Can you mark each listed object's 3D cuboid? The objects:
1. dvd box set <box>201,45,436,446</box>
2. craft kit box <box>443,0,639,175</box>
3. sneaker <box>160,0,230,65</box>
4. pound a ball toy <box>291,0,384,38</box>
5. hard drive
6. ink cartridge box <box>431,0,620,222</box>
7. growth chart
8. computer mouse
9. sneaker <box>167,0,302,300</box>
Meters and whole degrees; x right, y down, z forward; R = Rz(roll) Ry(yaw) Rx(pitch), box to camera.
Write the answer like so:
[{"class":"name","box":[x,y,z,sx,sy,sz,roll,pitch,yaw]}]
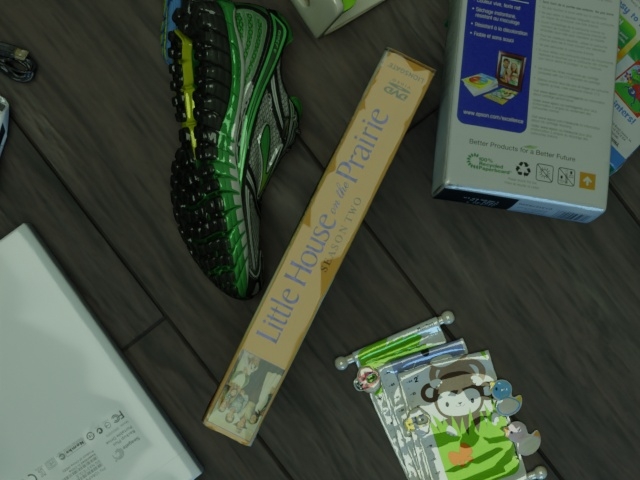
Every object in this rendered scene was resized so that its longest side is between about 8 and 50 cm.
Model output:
[{"class":"dvd box set","box":[0.000,0.000,1.810,0.062,0.307,0.420,26,92,0]},{"class":"craft kit box","box":[0.306,-0.236,1.869,0.250,0.061,0.246,46,74,1]},{"class":"sneaker","box":[-0.137,-0.288,1.936,0.078,0.067,0.188,6,91,-18]},{"class":"pound a ball toy","box":[0.020,-0.373,1.901,0.208,0.136,0.319,-34,90,-22]},{"class":"hard drive","box":[-0.331,0.190,1.963,0.233,0.047,0.353,-35,90,4]},{"class":"ink cartridge box","box":[0.222,-0.211,1.782,0.175,0.069,0.371,9,77,-10]},{"class":"growth chart","box":[0.146,0.201,1.951,0.172,0.021,0.237,-29,91,3]},{"class":"computer mouse","box":[-0.397,-0.139,1.960,0.106,0.042,0.193,13,87,-2]},{"class":"sneaker","box":[-0.080,-0.098,1.899,0.146,0.134,0.344,-7,106,-29]}]
